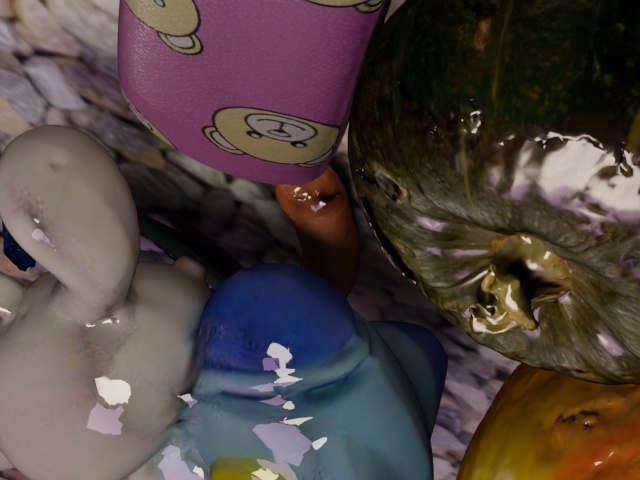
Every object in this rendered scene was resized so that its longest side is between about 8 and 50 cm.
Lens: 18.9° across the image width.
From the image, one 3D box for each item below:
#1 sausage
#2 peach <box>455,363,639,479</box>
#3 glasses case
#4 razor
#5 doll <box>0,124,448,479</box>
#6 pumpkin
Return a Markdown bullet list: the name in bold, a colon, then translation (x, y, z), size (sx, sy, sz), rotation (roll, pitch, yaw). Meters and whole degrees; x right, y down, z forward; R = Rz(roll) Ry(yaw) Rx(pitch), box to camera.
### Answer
- **sausage**: translation (-0.001, -0.001, 1.170), size (0.040, 0.047, 0.176), rotation (46, 166, 21)
- **peach**: translation (0.249, 0.179, 1.037), size (0.373, 0.290, 0.372), rotation (-6, 128, -8)
- **glasses case**: translation (-0.032, -0.111, 0.910), size (0.123, 0.075, 0.316), rotation (25, 157, 2)
- **razor**: translation (-0.078, 0.036, 1.322), size (0.324, 0.093, 0.056), rotation (32, 120, -32)
- **doll**: translation (-0.057, 0.099, 1.188), size (0.366, 0.187, 0.376), rotation (25, 168, -2)
- **pumpkin**: translation (0.123, -0.025, 0.861), size (0.238, 0.159, 0.238), rotation (22, 161, 8)
